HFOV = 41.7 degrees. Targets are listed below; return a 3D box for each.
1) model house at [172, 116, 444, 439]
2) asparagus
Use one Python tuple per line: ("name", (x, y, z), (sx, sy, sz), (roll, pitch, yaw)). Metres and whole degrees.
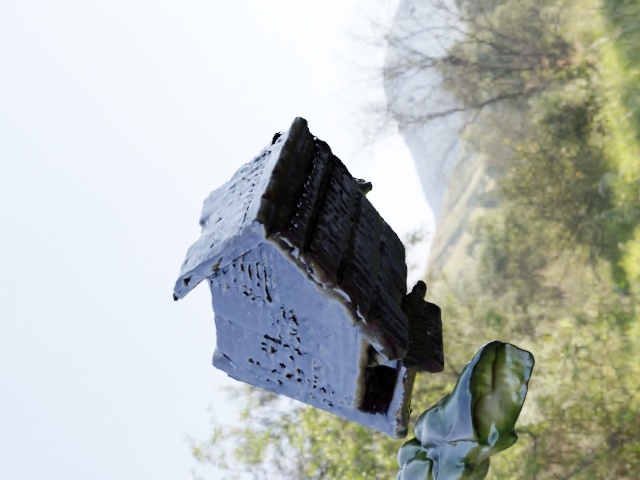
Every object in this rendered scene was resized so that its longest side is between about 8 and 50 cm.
("model house", (0.000, 0.000, 0.928), (0.317, 0.297, 0.282), (-70, -20, -49))
("asparagus", (0.109, 0.175, 0.700), (0.287, 0.080, 0.080), (106, 176, -58))
